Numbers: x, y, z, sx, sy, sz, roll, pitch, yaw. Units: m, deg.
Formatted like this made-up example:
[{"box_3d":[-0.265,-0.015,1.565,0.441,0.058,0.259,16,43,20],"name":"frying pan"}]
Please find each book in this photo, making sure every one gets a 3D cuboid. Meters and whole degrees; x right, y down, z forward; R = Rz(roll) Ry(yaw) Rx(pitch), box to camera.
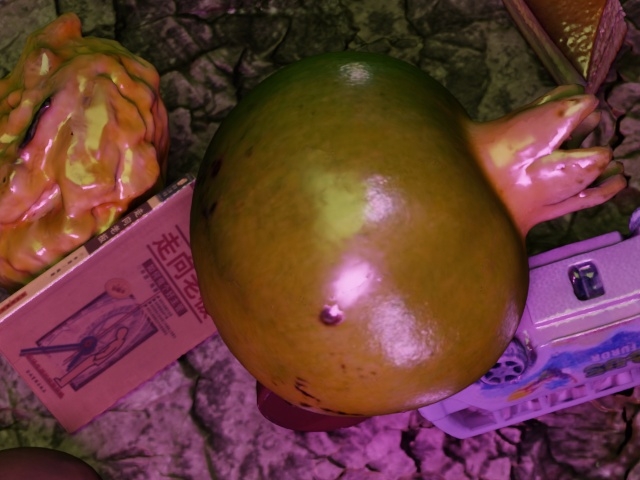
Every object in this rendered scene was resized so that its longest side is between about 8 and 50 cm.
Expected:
[{"box_3d":[-0.173,0.060,1.509,0.231,0.161,0.026,-36,42,-6],"name":"book"}]

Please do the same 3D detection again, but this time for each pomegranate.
[{"box_3d":[0.052,-0.037,1.307,0.358,0.216,0.310,-25,46,14],"name":"pomegranate"}]

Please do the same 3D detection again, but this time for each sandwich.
[{"box_3d":[0.230,-0.238,1.615,0.096,0.094,0.258,-30,55,3],"name":"sandwich"}]

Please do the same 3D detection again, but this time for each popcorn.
[{"box_3d":[-0.245,-0.074,1.591,0.252,0.215,0.286,-22,49,36],"name":"popcorn"}]

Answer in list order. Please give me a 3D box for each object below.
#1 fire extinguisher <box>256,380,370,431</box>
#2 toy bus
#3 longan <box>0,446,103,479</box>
[{"box_3d":[0.000,0.000,1.521,0.135,0.114,0.337,-4,56,-3],"name":"fire extinguisher"},{"box_3d":[0.225,0.066,1.387,0.329,0.136,0.109,-18,52,7],"name":"toy bus"},{"box_3d":[-0.258,0.262,1.407,0.167,0.167,0.187,42,99,34],"name":"longan"}]
